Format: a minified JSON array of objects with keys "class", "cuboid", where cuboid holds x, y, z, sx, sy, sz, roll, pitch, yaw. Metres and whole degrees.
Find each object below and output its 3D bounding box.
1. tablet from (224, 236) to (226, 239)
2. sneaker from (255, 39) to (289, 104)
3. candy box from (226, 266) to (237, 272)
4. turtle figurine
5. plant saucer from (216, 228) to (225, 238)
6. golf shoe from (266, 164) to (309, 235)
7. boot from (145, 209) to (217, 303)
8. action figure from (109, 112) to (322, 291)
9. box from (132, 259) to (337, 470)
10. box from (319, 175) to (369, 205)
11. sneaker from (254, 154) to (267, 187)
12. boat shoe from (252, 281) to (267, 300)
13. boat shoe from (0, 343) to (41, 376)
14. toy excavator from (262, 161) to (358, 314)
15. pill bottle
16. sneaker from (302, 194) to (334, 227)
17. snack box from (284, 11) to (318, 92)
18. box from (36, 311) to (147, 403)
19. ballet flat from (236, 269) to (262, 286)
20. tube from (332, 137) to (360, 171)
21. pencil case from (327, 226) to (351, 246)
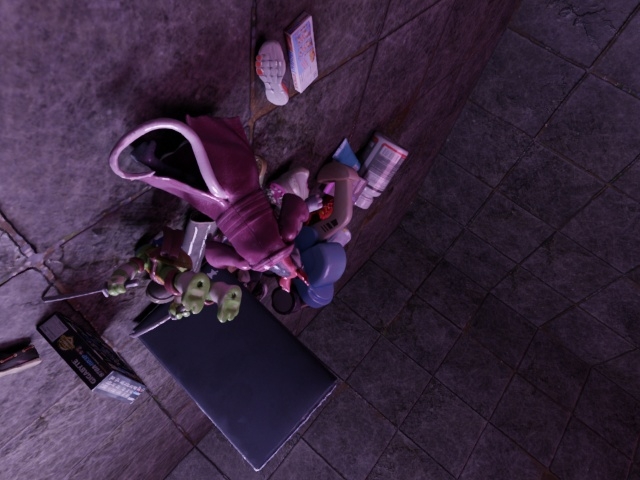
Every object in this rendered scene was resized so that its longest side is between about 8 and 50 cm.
[{"class":"tablet","cuboid":[-0.273,0.004,1.149,0.054,0.006,0.083,-37,-176,-41]},{"class":"sneaker","cuboid":[-0.091,-0.351,0.852,0.158,0.061,0.064,94,10,-67]},{"class":"candy box","cuboid":[-0.230,0.028,1.356,0.206,0.027,0.105,-39,165,-41]},{"class":"turtle figurine","cuboid":[-0.308,0.116,0.817,0.274,0.266,0.197,-48,134,-36]},{"class":"plant saucer","cuboid":[-0.206,-0.052,1.108,0.168,0.029,0.168,-28,-172,4]},{"class":"golf shoe","cuboid":[-0.082,-0.116,1.307,0.140,0.115,0.306,-50,167,-21]},{"class":"boot","cuboid":[-0.321,0.032,0.996,0.208,0.076,0.189,-53,-179,34]},{"class":"action figure","cuboid":[-0.132,-0.061,0.749,0.248,0.370,0.276,-38,-175,-1]},{"class":"box","cuboid":[-0.217,0.363,1.260,0.297,0.480,0.471,-44,165,-16]},{"class":"box","cuboid":[0.092,-0.209,1.589,0.162,0.029,0.116,21,111,-33]},{"class":"sneaker","cuboid":[-0.181,-0.135,1.049,0.192,0.064,0.086,-52,167,25]},{"class":"boat shoe","cuboid":[-0.260,0.228,1.710,0.040,0.049,0.142,-31,157,-53]},{"class":"boat shoe","cuboid":[-0.577,0.226,0.751,0.049,0.042,0.133,-30,174,25]},{"class":"toy excavator","cuboid":[0.000,0.000,1.501,0.445,0.432,0.222,-28,167,25]},{"class":"pill bottle","cuboid":[0.213,-0.281,1.701,0.283,0.161,0.161,-57,165,20]},{"class":"sneaker","cuboid":[0.023,-0.110,1.660,0.279,0.107,0.118,-55,157,6]},{"class":"snack box","cuboid":[-0.039,-0.403,0.913,0.064,0.022,0.178,-48,165,-11]},{"class":"box","cuboid":[-0.467,0.251,0.875,0.051,0.175,0.220,-45,165,-23]},{"class":"ballet flat","cuboid":[-0.246,0.118,1.396,0.074,0.074,0.203,-45,-178,-26]},{"class":"tube","cuboid":[0.097,-0.302,1.533,0.080,0.052,0.207,-59,160,2]},{"class":"pencil case","cuboid":[0.026,0.033,1.987,0.273,0.113,0.124,-44,144,-27]}]
